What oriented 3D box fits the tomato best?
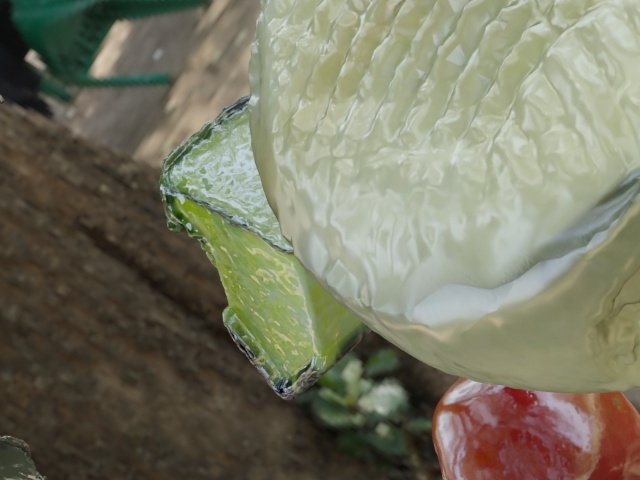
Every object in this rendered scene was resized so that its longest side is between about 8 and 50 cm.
[{"bbox_3d":[0.289,0.265,1.955,0.226,0.298,0.298,-38,25,26],"label":"tomato"}]

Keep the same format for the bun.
[{"bbox_3d":[0.143,-0.108,0.631,0.364,0.202,0.364,-23,56,39],"label":"bun"}]

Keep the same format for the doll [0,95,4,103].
[{"bbox_3d":[-0.452,-0.199,1.554,0.117,0.291,0.086,-39,30,44],"label":"doll"}]

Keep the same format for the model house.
[{"bbox_3d":[0.000,0.000,1.256,0.170,0.211,0.194,24,53,33],"label":"model house"}]

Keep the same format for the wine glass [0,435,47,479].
[{"bbox_3d":[-0.346,0.191,1.246,0.232,0.156,0.156,18,72,38],"label":"wine glass"}]
